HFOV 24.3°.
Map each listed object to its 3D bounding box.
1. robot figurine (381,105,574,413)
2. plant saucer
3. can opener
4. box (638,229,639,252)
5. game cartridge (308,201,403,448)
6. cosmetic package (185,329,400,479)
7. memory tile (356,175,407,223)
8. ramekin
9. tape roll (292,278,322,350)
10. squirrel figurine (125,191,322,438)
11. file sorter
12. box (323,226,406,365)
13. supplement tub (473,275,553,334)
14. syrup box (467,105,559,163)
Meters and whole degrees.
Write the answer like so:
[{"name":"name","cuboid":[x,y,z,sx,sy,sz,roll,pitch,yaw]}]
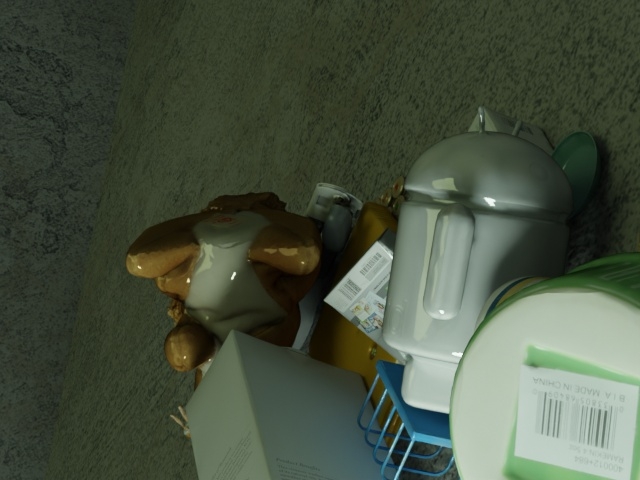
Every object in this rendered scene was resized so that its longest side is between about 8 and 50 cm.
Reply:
[{"name":"robot figurine","cuboid":[0.183,0.026,1.732,0.300,0.200,0.353,7,-88,-74]},{"name":"plant saucer","cuboid":[0.306,-0.074,1.796,0.119,0.021,0.119,-48,32,45]},{"name":"can opener","cuboid":[0.000,0.000,2.297,0.283,0.076,0.095,113,179,-62]},{"name":"box","cuboid":[0.400,-0.076,1.541,0.159,0.044,0.233,-31,45,59]},{"name":"game cartridge","cuboid":[0.075,0.130,2.145,0.323,0.053,0.285,-118,46,-64]},{"name":"cosmetic package","cuboid":[-0.030,0.299,1.902,0.156,0.217,0.385,-60,23,20]},{"name":"memory tile","cuboid":[0.093,-0.026,2.283,0.148,0.012,0.113,-45,34,49]},{"name":"ramekin","cuboid":[0.264,0.164,1.348,0.303,0.148,0.303,2,93,38]},{"name":"tape roll","cuboid":[-0.077,0.103,2.514,0.219,0.072,0.219,-48,32,45]},{"name":"squirrel figurine","cuboid":[-0.120,0.134,2.282,0.397,0.281,0.370,-89,-7,-72]},{"name":"file sorter","cuboid":[0.126,0.244,1.853,0.170,0.118,0.104,-116,45,-60]},{"name":"box","cuboid":[0.115,0.089,1.916,0.145,0.186,0.038,-50,-1,44]},{"name":"supplement tub","cuboid":[0.270,0.114,1.555,0.200,0.144,0.144,7,80,60]},{"name":"syrup box","cuboid":[0.202,-0.043,1.923,0.237,0.093,0.096,-61,24,26]}]
